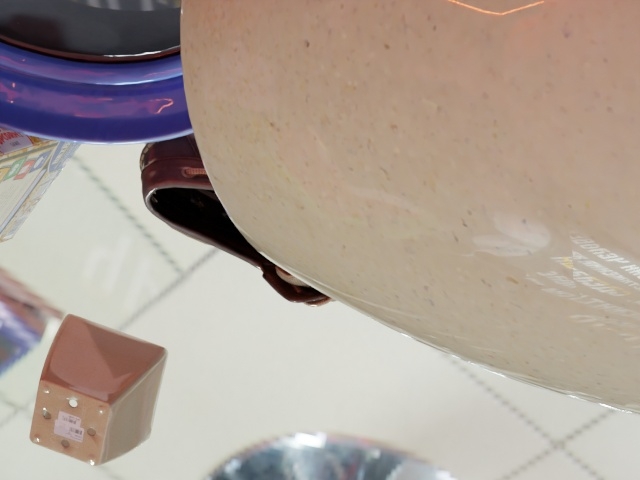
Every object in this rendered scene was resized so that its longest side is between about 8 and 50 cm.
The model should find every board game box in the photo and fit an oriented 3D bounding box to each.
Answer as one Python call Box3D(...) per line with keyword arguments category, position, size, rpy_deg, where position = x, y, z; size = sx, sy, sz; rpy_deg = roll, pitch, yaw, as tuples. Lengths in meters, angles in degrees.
Box3D(category="board game box", position=(-0.295, -0.048, 1.624), size=(0.045, 0.193, 0.147), rpy_deg=(42, 111, 7))

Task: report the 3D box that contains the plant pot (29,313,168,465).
Box3D(category="plant pot", position=(-0.220, 0.151, 1.746), size=(0.109, 0.096, 0.109), rpy_deg=(19, 117, 9))

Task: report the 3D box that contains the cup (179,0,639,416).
Box3D(category="cup", position=(0.087, -0.081, 0.724), size=(0.237, 0.331, 0.331), rpy_deg=(-6, 127, 28))

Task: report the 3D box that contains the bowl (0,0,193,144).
Box3D(category="bowl", position=(-0.216, -0.216, 1.401), size=(0.391, 0.077, 0.391), rpy_deg=(9, 149, 5))

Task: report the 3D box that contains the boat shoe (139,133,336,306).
Box3D(category="boat shoe", position=(0.000, 0.000, 1.599), size=(0.355, 0.130, 0.132), rpy_deg=(22, 139, -5))
